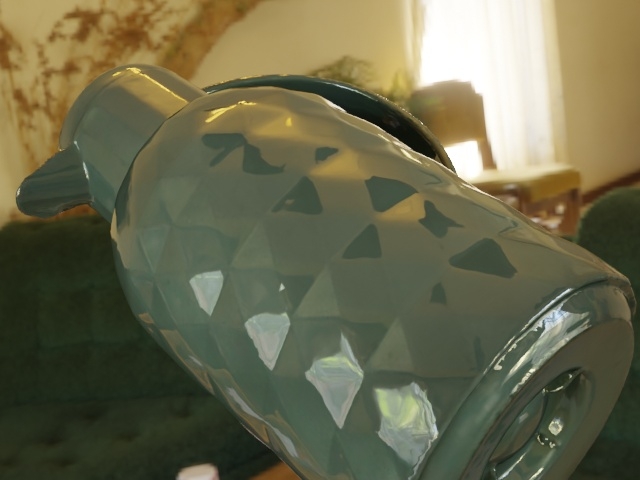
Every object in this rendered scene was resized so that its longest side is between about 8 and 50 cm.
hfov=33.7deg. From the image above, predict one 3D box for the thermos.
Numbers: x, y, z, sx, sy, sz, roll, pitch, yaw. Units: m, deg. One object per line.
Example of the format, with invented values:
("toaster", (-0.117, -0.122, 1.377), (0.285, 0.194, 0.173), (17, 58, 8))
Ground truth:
("thermos", (0.000, 0.000, 0.486), (0.182, 0.145, 0.286), (-31, 51, -29))
